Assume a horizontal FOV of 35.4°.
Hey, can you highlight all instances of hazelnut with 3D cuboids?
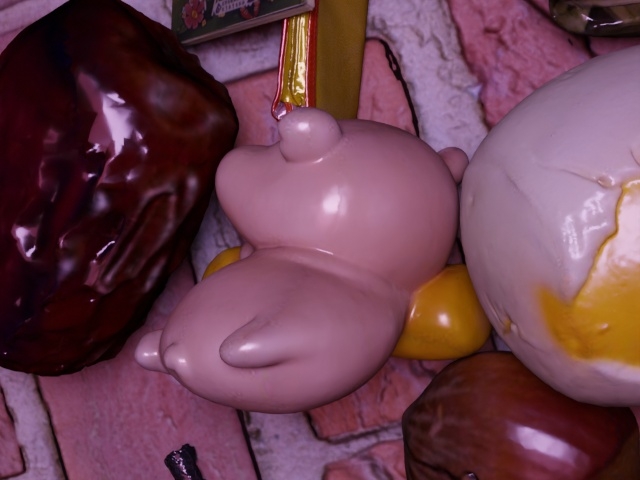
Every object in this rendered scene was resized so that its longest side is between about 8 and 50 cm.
[{"bbox_3d":[0.179,0.207,0.929,0.181,0.181,0.212,6,115,-22],"label":"hazelnut"}]

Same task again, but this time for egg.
[{"bbox_3d":[0.278,-0.025,0.840,0.345,0.283,0.283,-33,84,-18],"label":"egg"}]

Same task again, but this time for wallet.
[{"bbox_3d":[-0.001,-0.222,0.972,0.067,0.141,0.241,8,94,18],"label":"wallet"}]

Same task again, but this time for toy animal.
[{"bbox_3d":[-0.018,-0.003,0.906,0.278,0.345,0.246,14,109,44],"label":"toy animal"}]

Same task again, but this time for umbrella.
[{"bbox_3d":[-0.127,0.289,1.078,0.037,0.040,0.143,-26,83,20],"label":"umbrella"}]

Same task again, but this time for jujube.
[{"bbox_3d":[-0.230,-0.050,0.985,0.258,0.258,0.376,26,111,11],"label":"jujube"}]

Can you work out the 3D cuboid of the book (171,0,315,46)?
[{"bbox_3d":[-0.077,-0.361,0.966,0.228,0.018,0.322,-2,86,50],"label":"book"}]

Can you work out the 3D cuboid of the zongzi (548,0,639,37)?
[{"bbox_3d":[0.372,-0.214,0.901,0.447,0.181,0.418,-26,121,35],"label":"zongzi"}]
